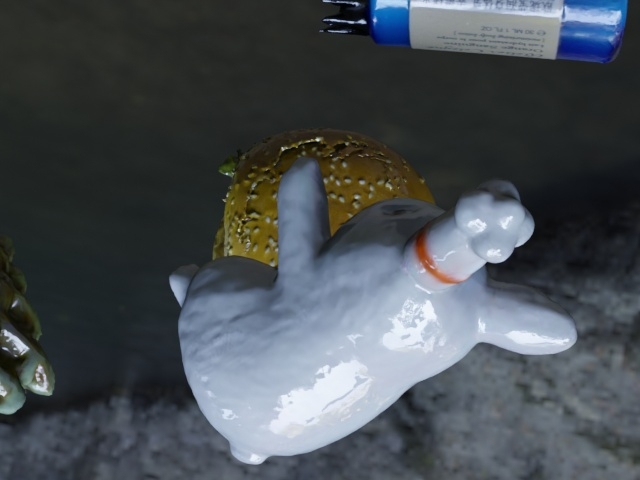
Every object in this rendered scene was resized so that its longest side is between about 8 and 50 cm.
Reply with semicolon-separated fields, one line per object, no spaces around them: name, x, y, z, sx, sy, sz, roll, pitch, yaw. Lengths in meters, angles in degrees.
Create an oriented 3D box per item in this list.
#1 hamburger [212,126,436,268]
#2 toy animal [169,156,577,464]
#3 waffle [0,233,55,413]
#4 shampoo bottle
hamburger;0.004;0.008;1.199;0.182;0.191;0.118;6;170;2
toy animal;0.037;0.028;0.903;0.140;0.138;0.282;29;132;-31
waffle;-0.266;0.027;1.006;0.054;0.223;0.204;-32;165;27
shampoo bottle;0.091;-0.140;0.921;0.183;0.050;0.087;6;173;7
